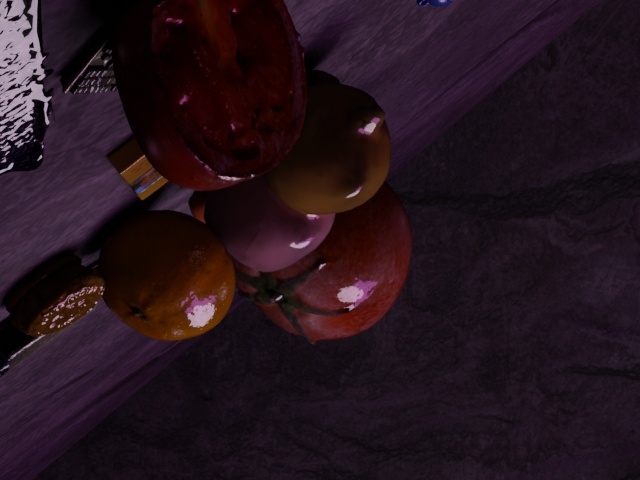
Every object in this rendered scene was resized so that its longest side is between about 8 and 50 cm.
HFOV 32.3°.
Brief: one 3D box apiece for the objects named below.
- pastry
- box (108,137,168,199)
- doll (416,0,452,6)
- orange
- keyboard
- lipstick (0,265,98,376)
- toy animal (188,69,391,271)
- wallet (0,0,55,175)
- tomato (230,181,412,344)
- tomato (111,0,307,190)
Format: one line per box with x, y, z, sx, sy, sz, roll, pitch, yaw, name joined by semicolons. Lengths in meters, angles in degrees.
-0.280;0.058;1.165;0.109;0.057;0.097;-44;169;27;pastry
-0.148;-0.081;1.033;0.087;0.023;0.155;-41;176;-5;box
0.155;-0.293;1.154;0.143;0.058;0.099;-40;154;26;doll
-0.171;0.042;1.217;0.156;0.156;0.124;-43;-164;41;orange
-0.132;-0.123;0.771;0.049;0.015;0.129;-41;175;19;keyboard
-0.332;0.107;1.251;0.312;0.051;0.051;-37;174;-32;lipstick
-0.024;-0.078;1.214;0.195;0.169;0.281;8;142;-34;toy animal
-0.223;-0.055;0.470;0.221;0.071;0.262;-32;170;-25;wallet
0.000;0.000;1.526;0.265;0.265;0.265;-39;176;-3;tomato
-0.085;-0.102;0.712;0.091;0.139;0.159;-11;-153;32;tomato
